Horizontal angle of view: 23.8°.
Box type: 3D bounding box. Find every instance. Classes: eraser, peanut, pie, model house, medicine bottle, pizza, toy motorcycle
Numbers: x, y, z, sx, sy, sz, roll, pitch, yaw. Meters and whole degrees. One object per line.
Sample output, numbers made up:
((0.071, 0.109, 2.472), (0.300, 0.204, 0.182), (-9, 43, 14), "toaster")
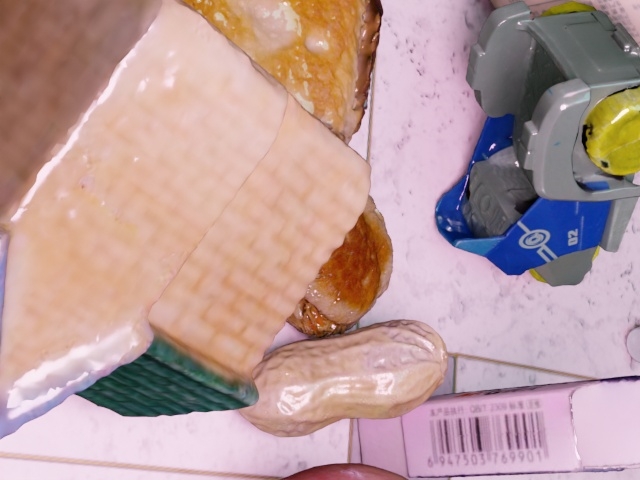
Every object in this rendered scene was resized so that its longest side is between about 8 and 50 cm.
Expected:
((0.174, 0.185, 1.459), (0.130, 0.287, 0.086), (1, 81, -42), "eraser")
((0.023, 0.133, 1.432), (0.214, 0.098, 0.090), (-11, 138, -14), "peanut")
((0.000, 0.000, 1.465), (0.193, 0.079, 0.163), (47, 53, -29), "pie")
((-0.201, -0.025, 1.143), (0.342, 0.335, 0.382), (-57, 144, -1), "model house")
((0.414, 0.119, 1.850), (0.083, 0.047, 0.047), (-18, 97, -43), "medicine bottle")
((-0.052, -0.270, 1.447), (0.435, 0.080, 0.392), (-47, 115, -34), "pizza")
((0.228, -0.074, 1.593), (0.200, 0.191, 0.326), (-7, 132, -17), "toy motorcycle")

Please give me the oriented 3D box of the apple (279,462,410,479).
((0.032, 0.349, 1.341), (0.306, 0.235, 0.305), (3, 85, -41), "apple")

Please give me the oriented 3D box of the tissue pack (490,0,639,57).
((0.371, -0.305, 1.636), (0.207, 0.380, 0.297), (-50, 119, -29), "tissue pack")
